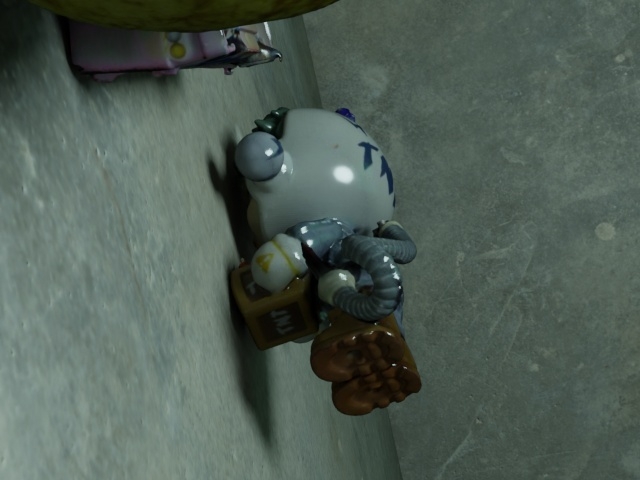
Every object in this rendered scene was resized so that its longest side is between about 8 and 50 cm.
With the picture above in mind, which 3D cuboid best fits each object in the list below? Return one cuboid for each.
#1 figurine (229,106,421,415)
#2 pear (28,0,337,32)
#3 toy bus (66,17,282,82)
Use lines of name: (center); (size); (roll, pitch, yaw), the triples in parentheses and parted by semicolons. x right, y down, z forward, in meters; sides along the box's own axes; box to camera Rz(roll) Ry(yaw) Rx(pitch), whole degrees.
figurine: (-0.001, 0.003, 0.906); (0.382, 0.186, 0.261); (-102, -179, -47)
pear: (-0.062, -0.229, 0.378); (0.283, 0.284, 0.283); (-12, 90, -84)
toy bus: (-0.099, -0.167, 0.653); (0.274, 0.112, 0.090); (-71, 149, -78)
